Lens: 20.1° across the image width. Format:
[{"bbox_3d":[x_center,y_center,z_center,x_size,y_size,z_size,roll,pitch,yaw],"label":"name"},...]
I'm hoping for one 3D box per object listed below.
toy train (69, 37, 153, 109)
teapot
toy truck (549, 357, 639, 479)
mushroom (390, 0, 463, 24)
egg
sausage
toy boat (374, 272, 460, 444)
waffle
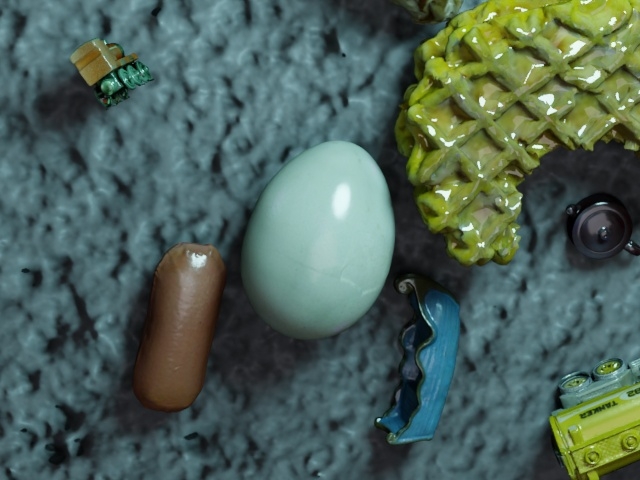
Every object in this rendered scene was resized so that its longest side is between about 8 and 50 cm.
[{"bbox_3d":[-0.206,-0.169,1.778,0.044,0.103,0.064,-36,93,16],"label":"toy train"},{"bbox_3d":[0.299,-0.011,1.901,0.100,0.045,0.068,30,106,-13],"label":"teapot"},{"bbox_3d":[0.354,0.181,1.937,0.227,0.114,0.098,-22,109,3],"label":"toy truck"},{"bbox_3d":[0.037,-0.383,1.710,0.177,0.126,0.397,-23,113,-20],"label":"mushroom"},{"bbox_3d":[0.000,0.000,1.825,0.151,0.151,0.209,16,106,-10],"label":"egg"},{"bbox_3d":[-0.148,0.091,1.887,0.077,0.077,0.194,10,108,-8],"label":"sausage"},{"bbox_3d":[0.096,0.125,1.916,0.077,0.075,0.185,10,106,-17],"label":"toy boat"},{"bbox_3d":[0.230,-0.122,1.795,0.324,0.151,0.261,-24,104,-4],"label":"waffle"}]
